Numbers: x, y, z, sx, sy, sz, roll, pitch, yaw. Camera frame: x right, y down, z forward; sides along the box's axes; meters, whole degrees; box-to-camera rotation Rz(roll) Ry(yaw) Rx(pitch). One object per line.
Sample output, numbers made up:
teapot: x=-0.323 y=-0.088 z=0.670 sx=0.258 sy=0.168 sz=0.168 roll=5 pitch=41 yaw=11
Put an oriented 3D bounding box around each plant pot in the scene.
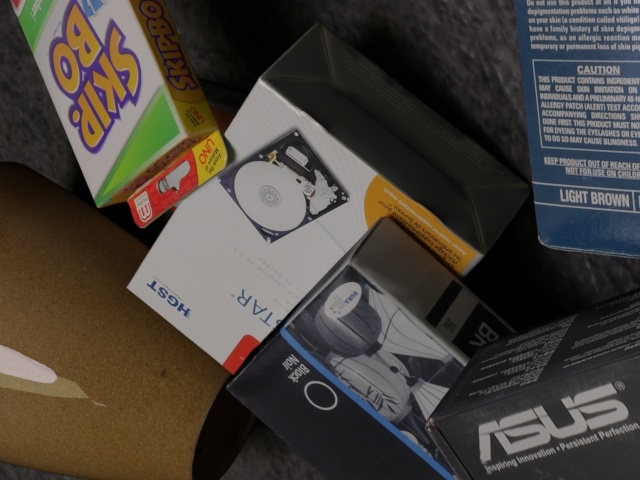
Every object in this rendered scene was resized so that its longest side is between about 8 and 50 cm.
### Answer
plant pot: x=-0.179 y=0.094 z=1.232 sx=0.254 sy=0.237 sz=0.237 roll=23 pitch=123 yaw=18

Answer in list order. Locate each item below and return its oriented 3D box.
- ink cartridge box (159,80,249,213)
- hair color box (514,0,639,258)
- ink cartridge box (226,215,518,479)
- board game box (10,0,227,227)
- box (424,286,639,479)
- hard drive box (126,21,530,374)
ink cartridge box: x=-0.079 y=-0.027 z=1.193 sx=0.145 sy=0.045 sz=0.179 roll=19 pitch=117 yaw=38
hair color box: x=0.181 y=-0.179 z=0.787 sx=0.105 sy=0.174 sz=0.347 roll=7 pitch=112 yaw=42
ink cartridge box: x=0.110 y=0.149 z=1.000 sx=0.333 sy=0.065 sz=0.165 roll=40 pitch=132 yaw=-2
board game box: x=-0.150 y=-0.142 z=1.043 sx=0.124 sy=0.039 sz=0.259 roll=-32 pitch=81 yaw=48
box: x=0.296 y=0.143 z=0.790 sx=0.395 sy=0.097 sz=0.318 roll=-24 pitch=104 yaw=39
hard drive box: x=0.000 y=0.000 z=1.063 sx=0.181 sy=0.089 sz=0.232 roll=38 pitch=133 yaw=2
